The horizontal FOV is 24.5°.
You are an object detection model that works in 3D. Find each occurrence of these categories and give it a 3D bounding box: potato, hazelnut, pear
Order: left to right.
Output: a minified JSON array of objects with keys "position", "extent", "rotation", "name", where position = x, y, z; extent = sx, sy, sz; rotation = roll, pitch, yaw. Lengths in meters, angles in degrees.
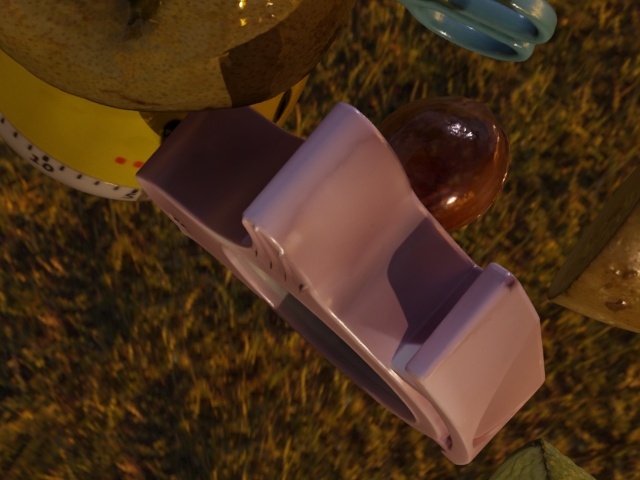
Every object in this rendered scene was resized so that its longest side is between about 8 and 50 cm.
[{"position":[-0.077,-0.167,0.819],"extent":[0.228,0.211,0.188],"rotation":[2,111,17],"name":"pear"},{"position":[0.120,-0.086,1.489],"extent":[0.143,0.154,0.143],"rotation":[-5,111,-12],"name":"hazelnut"},{"position":[0.327,0.014,1.344],"extent":[0.158,0.178,0.203],"rotation":[32,117,3],"name":"potato"}]

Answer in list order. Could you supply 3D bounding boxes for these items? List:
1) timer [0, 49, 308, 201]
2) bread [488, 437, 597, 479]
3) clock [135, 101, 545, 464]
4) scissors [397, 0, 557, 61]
[{"position":[-0.111,-0.181,1.039],"extent":[0.285,0.285,0.285],"rotation":[1,76,-3],"name":"timer"},{"position":[0.165,0.217,1.037],"extent":[0.111,0.129,0.114],"rotation":[-42,103,9],"name":"bread"},{"position":[0.000,0.000,0.834],"extent":[0.275,0.290,0.080],"rotation":[40,81,17],"name":"clock"},{"position":[-0.002,-0.272,1.314],"extent":[0.447,0.192,0.029],"rotation":[25,84,-4],"name":"scissors"}]
